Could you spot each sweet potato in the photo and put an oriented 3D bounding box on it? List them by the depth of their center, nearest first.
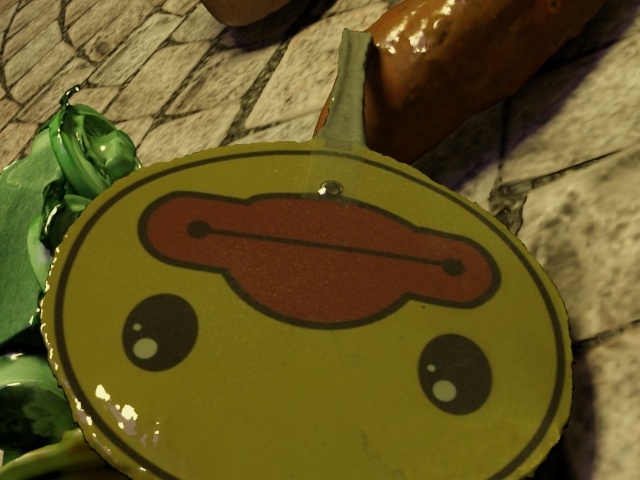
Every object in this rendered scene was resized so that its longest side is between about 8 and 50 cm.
[{"bbox_3d":[0.110,-0.142,0.612,0.354,0.106,0.095,-44,65,-1],"label":"sweet potato"}]

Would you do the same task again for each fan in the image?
[{"bbox_3d":[0.000,-0.001,0.465,0.229,0.011,0.335,8,46,0],"label":"fan"}]

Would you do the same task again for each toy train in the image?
[{"bbox_3d":[-0.126,0.038,0.568,0.132,0.188,0.243,-32,33,16],"label":"toy train"}]

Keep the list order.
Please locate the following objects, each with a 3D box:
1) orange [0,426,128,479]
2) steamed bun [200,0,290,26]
[{"bbox_3d":[-0.144,0.198,0.374,0.334,0.196,0.262,-19,35,4],"label":"orange"},{"bbox_3d":[-0.069,-0.361,0.959,0.199,0.251,0.301,-15,36,54],"label":"steamed bun"}]
